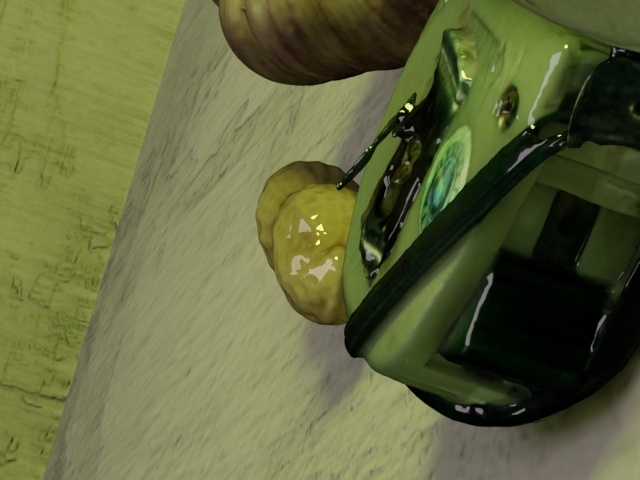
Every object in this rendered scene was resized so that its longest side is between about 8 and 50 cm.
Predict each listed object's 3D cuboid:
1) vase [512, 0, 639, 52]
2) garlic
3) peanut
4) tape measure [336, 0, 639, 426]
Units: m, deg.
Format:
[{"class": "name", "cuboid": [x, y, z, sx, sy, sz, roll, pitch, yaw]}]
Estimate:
[{"class": "vase", "cuboid": [0.106, -0.260, 0.699, 0.445, 0.250, 0.250, -97, 28, -52]}, {"class": "garlic", "cuboid": [0.033, -0.201, 1.108, 0.245, 0.160, 0.245, -28, 47, 35]}, {"class": "peanut", "cuboid": [0.000, 0.000, 1.119, 0.187, 0.082, 0.082, -123, 53, -72]}, {"class": "tape measure", "cuboid": [0.077, -0.014, 0.746, 0.235, 0.115, 0.207, -107, 40, -68]}]
